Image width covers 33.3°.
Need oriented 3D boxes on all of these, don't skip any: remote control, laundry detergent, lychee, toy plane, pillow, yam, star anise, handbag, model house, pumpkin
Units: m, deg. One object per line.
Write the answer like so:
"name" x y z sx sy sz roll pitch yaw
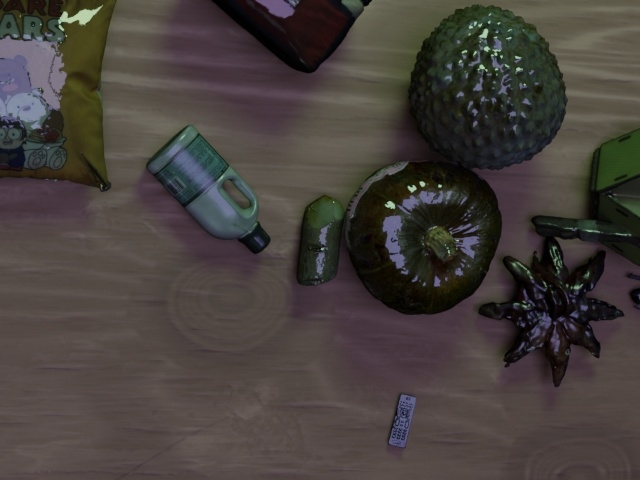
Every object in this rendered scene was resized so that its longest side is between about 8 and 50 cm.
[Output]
"remote control" 0.139 0.307 1.826 0.034 0.016 0.091 14 94 2
"laundry detergent" -0.164 -0.069 1.684 0.099 0.070 0.225 -45 103 -10
"lychee" 0.262 -0.240 1.662 0.255 0.255 0.274 -18 144 -9
"toy plane" 0.605 0.099 1.891 0.145 0.037 0.060 10 85 -9
"pillow" -0.460 -0.230 1.574 0.310 0.119 0.312 2 98 -9
"yam" 0.000 0.000 1.730 0.070 0.070 0.146 6 97 -13
"star anise" 0.408 0.117 1.814 0.272 0.102 0.271 0 92 -12
"handbag" -0.053 -0.390 1.613 0.254 0.181 0.181 38 90 -17
"model house" 0.505 -0.083 1.810 0.279 0.218 0.204 5 139 17
"pumpkin" 0.169 -0.003 1.704 0.260 0.189 0.260 -2 99 -12
